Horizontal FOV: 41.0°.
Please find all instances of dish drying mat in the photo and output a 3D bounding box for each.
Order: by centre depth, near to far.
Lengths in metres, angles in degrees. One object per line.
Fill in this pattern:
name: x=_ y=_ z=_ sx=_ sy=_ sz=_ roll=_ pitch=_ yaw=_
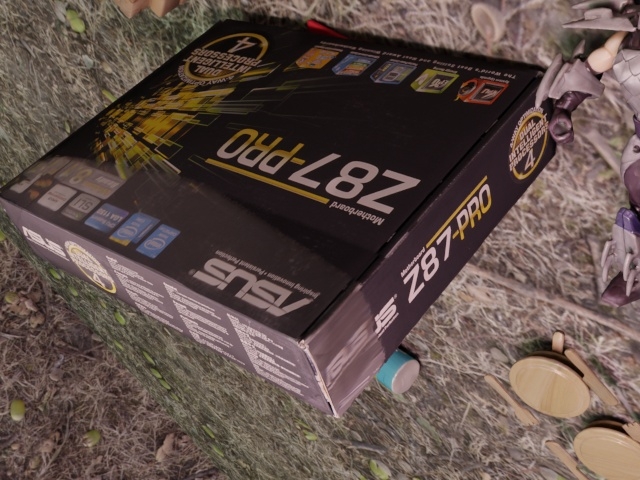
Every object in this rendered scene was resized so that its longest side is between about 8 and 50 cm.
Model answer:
dish drying mat: x=0.021 y=-0.189 z=0.842 sx=0.083 sy=0.008 sz=0.032 roll=33 pitch=150 yaw=27

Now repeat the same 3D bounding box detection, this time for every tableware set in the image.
tableware set: x=0.283 y=0.185 z=0.919 sx=0.194 sy=0.039 sz=0.128 roll=47 pitch=141 yaw=-10

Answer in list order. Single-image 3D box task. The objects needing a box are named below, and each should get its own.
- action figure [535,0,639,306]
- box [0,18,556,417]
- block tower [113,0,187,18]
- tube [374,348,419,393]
action figure: x=0.242 y=-0.059 z=0.596 sx=0.185 sy=0.099 sz=0.285 roll=39 pitch=151 yaw=51
box: x=-0.046 y=-0.058 z=0.755 sx=0.395 sy=0.318 sz=0.097 roll=21 pitch=147 yaw=38
block tower: x=-0.265 y=-0.388 z=0.906 sx=0.335 sy=0.091 sz=0.097 roll=46 pitch=152 yaw=2
tube: x=0.047 y=0.138 z=1.191 sx=0.207 sy=0.052 sz=0.080 roll=32 pitch=138 yaw=40
